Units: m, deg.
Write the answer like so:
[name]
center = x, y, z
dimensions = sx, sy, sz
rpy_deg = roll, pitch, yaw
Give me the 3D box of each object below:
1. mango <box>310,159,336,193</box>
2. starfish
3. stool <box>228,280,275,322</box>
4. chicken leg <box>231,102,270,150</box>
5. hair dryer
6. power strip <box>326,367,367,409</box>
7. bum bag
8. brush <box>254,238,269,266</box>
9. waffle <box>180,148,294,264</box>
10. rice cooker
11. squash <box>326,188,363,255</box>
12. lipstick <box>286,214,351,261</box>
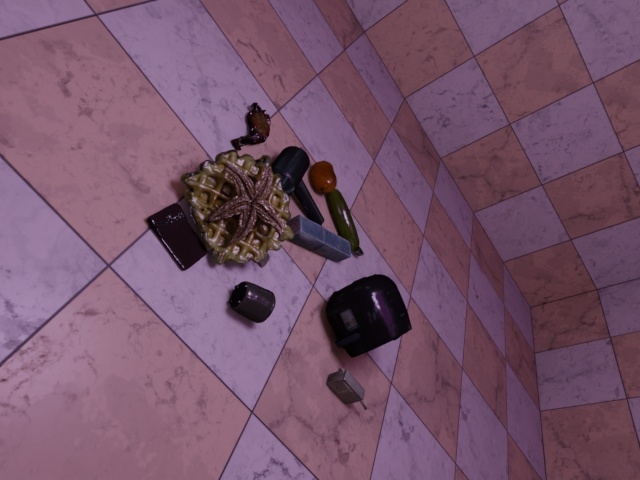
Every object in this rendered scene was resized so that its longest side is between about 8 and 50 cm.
[mango]
center = 0.008, -0.246, 1.767
dimensions = 0.105, 0.084, 0.159
rpy_deg = 16, 36, -20
[starfish]
center = -0.186, -0.090, 1.209
dimensions = 0.227, 0.043, 0.240
rpy_deg = -46, 105, -10
[stool]
center = -0.182, 0.163, 1.221
dimensions = 0.110, 0.096, 0.096
rpy_deg = 34, 44, -34
[chicken leg]
center = -0.225, -0.374, 1.546
dimensions = 0.106, 0.051, 0.253
rpy_deg = 40, 41, -24
[hair dryer]
center = -0.078, -0.141, 1.568
dimensions = 0.302, 0.116, 0.244
rpy_deg = 57, 36, -26
[power strip]
center = 0.093, 0.471, 1.423
dimensions = 0.175, 0.075, 0.042
rpy_deg = 51, 34, -20
[bum bag]
center = -0.354, -0.011, 1.151
dimensions = 0.159, 0.026, 0.109
rpy_deg = 57, 33, -12
[brush]
center = -0.245, -0.060, 1.320
dimensions = 0.321, 0.050, 0.060
rpy_deg = 53, 31, -20
[waffle]
center = -0.218, -0.091, 1.262
dimensions = 0.297, 0.073, 0.317
rpy_deg = -22, 98, -30
[rice cooker]
center = 0.152, 0.243, 1.504
dimensions = 0.267, 0.267, 0.224
rpy_deg = -11, 72, -56
[squash]
center = 0.091, -0.083, 1.781
dimensions = 0.080, 0.071, 0.319
rpy_deg = -20, 86, -58
[lipstick]
center = 0.000, 0.000, 1.595
dimensions = 0.289, 0.076, 0.078
rpy_deg = 26, 48, -44
